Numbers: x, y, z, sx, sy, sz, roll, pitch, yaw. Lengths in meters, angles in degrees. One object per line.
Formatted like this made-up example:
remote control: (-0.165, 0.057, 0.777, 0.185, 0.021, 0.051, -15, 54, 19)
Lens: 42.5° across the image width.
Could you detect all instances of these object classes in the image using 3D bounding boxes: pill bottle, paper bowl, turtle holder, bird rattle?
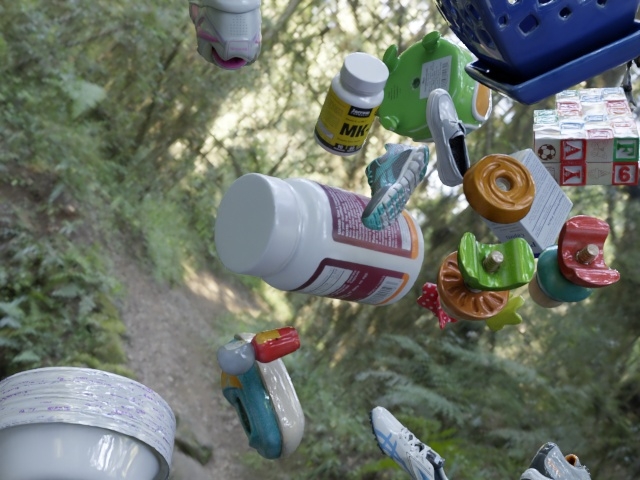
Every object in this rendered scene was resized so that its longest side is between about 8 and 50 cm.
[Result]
pill bottle: (0.067, -0.295, 1.789, 0.119, 0.119, 0.209, 46, -40, 21)
paper bowl: (-0.359, 0.318, 1.203, 0.284, 0.284, 0.148, 47, 30, -41)
turtle holder: (0.257, -0.322, 1.943, 0.227, 0.320, 0.244, 16, 46, -39)
bird rattle: (0.371, 0.111, 2.010, 0.253, 0.207, 0.143, 11, 15, -12)
pill bottle: (0.000, 0.000, 1.635, 0.392, 0.224, 0.224, 13, 23, -42)

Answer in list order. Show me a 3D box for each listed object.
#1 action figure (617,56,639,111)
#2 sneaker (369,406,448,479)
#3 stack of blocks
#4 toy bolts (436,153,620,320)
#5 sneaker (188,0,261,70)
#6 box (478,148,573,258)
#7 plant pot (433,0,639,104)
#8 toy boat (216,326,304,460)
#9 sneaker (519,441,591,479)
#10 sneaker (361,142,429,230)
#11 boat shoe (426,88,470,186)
action figure: (0.762, -0.359, 1.864, 0.164, 0.141, 0.275, 0, -22, 38)
sneaker: (0.183, 0.412, 1.584, 0.237, 0.086, 0.085, 52, 24, 2)
stack of blocks: (0.478, -0.195, 1.511, 0.297, 0.171, 0.087, -62, 149, -61)
toy bolts: (0.273, 0.016, 1.145, 0.228, 0.218, 0.158, 9, -29, -9)
sneaker: (-0.138, -0.297, 1.164, 0.252, 0.102, 0.111, -129, -140, -76)
box: (0.338, -0.058, 1.374, 0.137, 0.126, 0.072, 47, -32, -20)
plant pot: (0.289, -0.319, 1.092, 0.236, 0.235, 0.212, -115, -179, -69)
toy boat: (-0.126, 0.266, 1.560, 0.318, 0.148, 0.268, 100, -32, -53)
sneaker: (0.499, 0.485, 1.590, 0.271, 0.108, 0.100, 40, -20, -28)
sneaker: (0.092, -0.080, 1.181, 0.076, 0.166, 0.065, 20, -37, 24)
boat shoe: (0.241, -0.192, 1.520, 0.066, 0.184, 0.063, -1, -5, -31)
